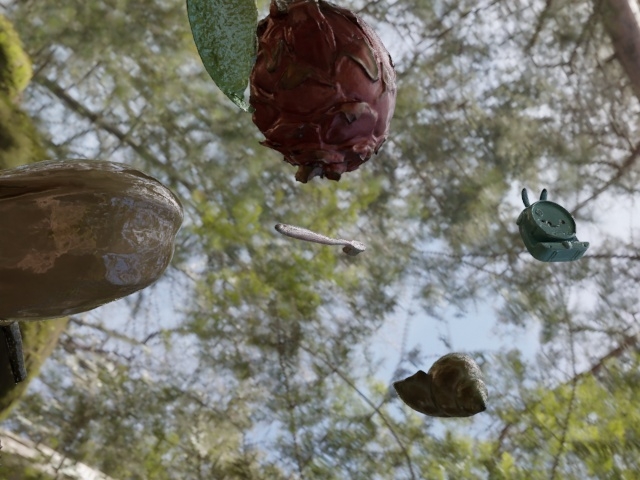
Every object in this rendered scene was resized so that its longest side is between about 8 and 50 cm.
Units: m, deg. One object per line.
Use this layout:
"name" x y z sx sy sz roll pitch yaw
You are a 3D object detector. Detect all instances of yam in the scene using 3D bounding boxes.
"yam" -0.517 0.190 1.555 0.027 0.129 0.033 12 -147 23

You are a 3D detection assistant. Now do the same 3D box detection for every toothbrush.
"toothbrush" 0.000 0.000 1.700 0.029 0.307 0.025 -37 -115 22

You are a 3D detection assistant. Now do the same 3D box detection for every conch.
"conch" 0.198 0.235 1.449 0.173 0.116 0.106 -18 -112 31

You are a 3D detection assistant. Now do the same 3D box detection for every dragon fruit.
"dragon fruit" 0.001 -0.273 1.652 0.277 0.277 0.342 20 -66 48

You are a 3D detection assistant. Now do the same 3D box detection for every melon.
"melon" -0.123 -0.294 1.222 0.114 0.261 0.053 -17 -152 -18

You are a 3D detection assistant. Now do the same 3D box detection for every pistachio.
"pistachio" -0.236 -0.005 0.786 0.238 0.153 0.137 -9 -126 -7

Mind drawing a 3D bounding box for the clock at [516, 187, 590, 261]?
"clock" 0.396 -0.029 1.598 0.045 0.108 0.147 116 -36 -46

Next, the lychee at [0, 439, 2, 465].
"lychee" -0.550 0.278 1.181 0.276 0.304 0.275 -6 -149 4
